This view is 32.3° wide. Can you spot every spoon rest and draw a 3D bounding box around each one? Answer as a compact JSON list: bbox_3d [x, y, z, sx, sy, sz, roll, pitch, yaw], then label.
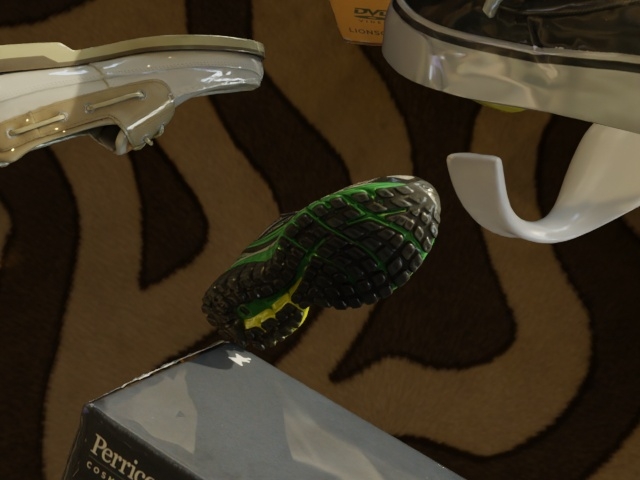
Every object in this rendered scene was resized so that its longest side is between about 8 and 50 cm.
[{"bbox_3d":[0.224,-0.057,0.884,0.276,0.137,0.084,-16,107,-30],"label":"spoon rest"}]

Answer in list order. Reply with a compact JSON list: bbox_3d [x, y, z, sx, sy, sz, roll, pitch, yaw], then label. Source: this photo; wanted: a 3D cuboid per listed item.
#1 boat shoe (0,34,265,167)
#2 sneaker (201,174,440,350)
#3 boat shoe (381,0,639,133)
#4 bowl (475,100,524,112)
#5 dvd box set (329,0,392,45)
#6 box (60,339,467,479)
[{"bbox_3d":[-0.193,-0.133,1.050,0.302,0.113,0.103,-9,89,-22],"label":"boat shoe"},{"bbox_3d":[0.000,0.000,1.266,0.134,0.343,0.146,47,44,-19],"label":"sneaker"},{"bbox_3d":[0.122,-0.109,0.473,0.113,0.306,0.105,-8,109,-20],"label":"boat shoe"},{"bbox_3d":[0.140,-0.274,1.008,0.156,0.289,0.290,11,79,-19],"label":"bowl"},{"bbox_3d":[0.034,-0.340,0.563,0.062,0.420,0.308,8,69,15],"label":"dvd box set"},{"bbox_3d":[-0.053,0.443,1.182,0.479,0.297,0.472,28,108,20],"label":"box"}]
